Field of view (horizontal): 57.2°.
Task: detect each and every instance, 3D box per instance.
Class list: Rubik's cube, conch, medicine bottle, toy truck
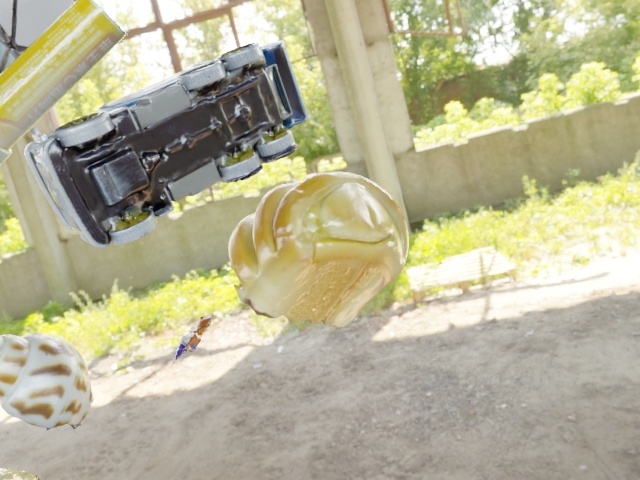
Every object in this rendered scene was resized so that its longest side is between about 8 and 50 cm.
[{"bbox_3d":[-0.602,-0.447,1.120,0.205,0.205,0.207,17,59,18],"label":"Rubik's cube"},{"bbox_3d":[-0.600,0.274,1.228,0.275,0.149,0.183,18,13,-23],"label":"conch"},{"bbox_3d":[-0.322,-0.183,0.669,0.218,0.074,0.074,-46,10,-2],"label":"medicine bottle"},{"bbox_3d":[-0.170,-0.134,0.732,0.367,0.146,0.175,-35,28,-34],"label":"toy truck"}]

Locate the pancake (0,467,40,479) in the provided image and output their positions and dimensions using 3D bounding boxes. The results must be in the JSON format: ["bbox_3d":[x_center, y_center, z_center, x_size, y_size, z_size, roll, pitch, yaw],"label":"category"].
[{"bbox_3d":[-0.516,0.422,0.701,0.387,0.387,0.082,-21,50,-38],"label":"pancake"}]

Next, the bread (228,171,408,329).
[{"bbox_3d":[0.000,0.000,1.052,0.315,0.211,0.270,11,-53,-42],"label":"bread"}]

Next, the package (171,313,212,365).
[{"bbox_3d":[-0.238,0.183,1.085,0.077,0.033,0.111,-56,3,31],"label":"package"}]
